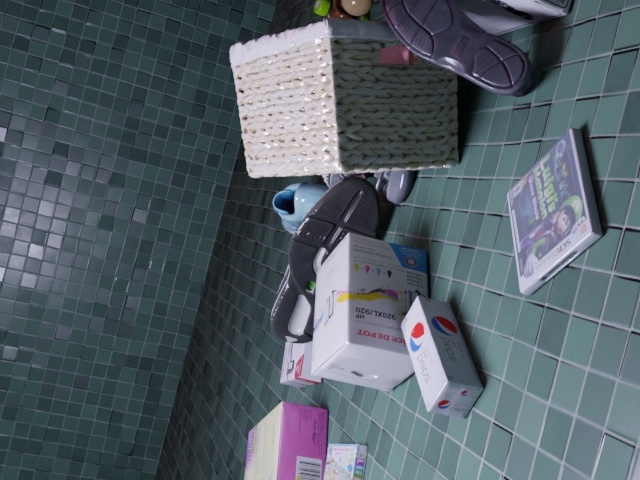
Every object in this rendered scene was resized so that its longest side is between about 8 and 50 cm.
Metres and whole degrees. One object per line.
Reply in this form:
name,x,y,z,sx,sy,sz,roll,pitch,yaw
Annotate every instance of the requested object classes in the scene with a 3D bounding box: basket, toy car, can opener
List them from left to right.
basket,0.046,-0.259,1.603,0.331,0.329,0.266,4,98,52
toy car,0.098,-0.662,2.261,0.188,0.155,0.148,-5,71,62
can opener,0.195,-0.215,1.761,0.095,0.076,0.283,35,113,38

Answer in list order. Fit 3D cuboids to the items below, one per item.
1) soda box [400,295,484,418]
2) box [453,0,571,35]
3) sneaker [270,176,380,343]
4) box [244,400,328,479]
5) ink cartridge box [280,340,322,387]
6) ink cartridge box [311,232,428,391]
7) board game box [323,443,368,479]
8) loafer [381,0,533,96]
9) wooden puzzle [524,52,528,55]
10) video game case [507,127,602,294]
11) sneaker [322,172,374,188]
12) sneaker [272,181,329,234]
soda box,0.198,0.190,1.397,0.216,0.069,0.073,-103,33,-54
box,0.291,-0.433,1.442,0.290,0.169,0.087,-161,89,-74
sneaker,-0.001,0.000,1.961,0.257,0.169,0.447,-88,21,-58
box,-0.083,0.515,1.929,0.243,0.117,0.213,130,149,-52
ink cartridge box,-0.043,0.297,2.062,0.150,0.063,0.109,146,136,-64
ink cartridge box,0.094,0.139,1.586,0.168,0.171,0.232,128,151,-52
board game box,0.048,0.468,1.710,0.154,0.026,0.103,149,133,-66
loafer,0.228,-0.329,1.412,0.302,0.095,0.109,41,100,24
wooden puzzle,0.338,-0.294,1.450,0.083,0.006,0.049,169,114,-71
video game case,0.336,-0.041,1.230,0.173,0.022,0.190,126,152,-50
sneaker,0.091,-0.182,1.960,0.112,0.121,0.299,63,155,18
sneaker,-0.067,-0.101,2.309,0.366,0.150,0.135,155,128,-68
